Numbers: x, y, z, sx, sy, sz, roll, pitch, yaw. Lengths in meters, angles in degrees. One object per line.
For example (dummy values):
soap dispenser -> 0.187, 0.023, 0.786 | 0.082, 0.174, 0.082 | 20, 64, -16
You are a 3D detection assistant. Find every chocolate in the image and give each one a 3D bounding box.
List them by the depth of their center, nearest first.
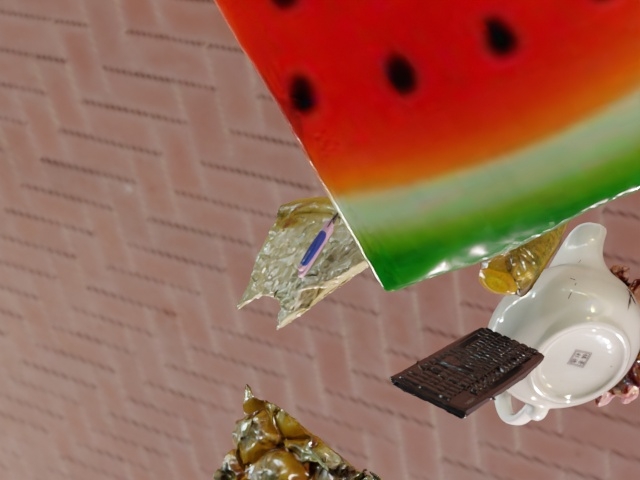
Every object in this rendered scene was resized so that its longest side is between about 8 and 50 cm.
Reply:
chocolate -> 0.112, -0.168, 0.832 | 0.360, 0.161, 0.341 | -25, 104, 24

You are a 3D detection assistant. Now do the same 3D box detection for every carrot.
carrot -> 0.252, -0.010, 1.530 | 0.082, 0.173, 0.082 | 26, 149, 17

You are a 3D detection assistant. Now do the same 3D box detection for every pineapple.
pineapple -> 0.022, 0.232, 0.865 | 0.250, 0.140, 0.164 | 43, 168, -13

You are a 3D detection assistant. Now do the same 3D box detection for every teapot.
teapot -> 0.309, 0.134, 1.682 | 0.208, 0.166, 0.300 | 8, 132, -30

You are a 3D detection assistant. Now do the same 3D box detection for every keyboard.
keyboard -> 0.155, 0.127, 1.254 | 0.087, 0.250, 0.017 | 23, 106, 23

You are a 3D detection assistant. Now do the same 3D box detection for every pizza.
pizza -> -0.030, 0.028, 2.015 | 0.181, 0.262, 0.034 | 42, 165, 23

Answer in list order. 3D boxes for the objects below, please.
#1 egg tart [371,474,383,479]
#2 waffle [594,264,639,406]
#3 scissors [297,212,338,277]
egg tart -> 0.041, 0.465, 1.818 | 0.315, 0.315, 0.120 | 56, 180, -19
waffle -> 0.409, 0.134, 1.847 | 0.234, 0.055, 0.221 | -31, 82, 51
scissors -> 0.000, 0.000, 1.742 | 0.012, 0.113, 0.039 | 30, 163, 9
